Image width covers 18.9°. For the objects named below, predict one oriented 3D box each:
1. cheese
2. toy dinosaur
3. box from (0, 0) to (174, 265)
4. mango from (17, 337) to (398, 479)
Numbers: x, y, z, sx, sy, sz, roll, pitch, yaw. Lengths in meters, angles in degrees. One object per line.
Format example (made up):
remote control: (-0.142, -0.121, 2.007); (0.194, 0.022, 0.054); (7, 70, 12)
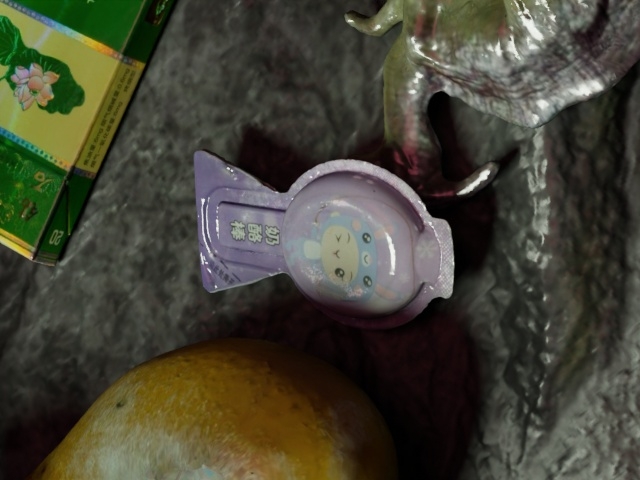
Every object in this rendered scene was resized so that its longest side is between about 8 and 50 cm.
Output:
cheese: (0.000, 0.000, 1.161); (0.191, 0.042, 0.105); (8, 108, 36)
toy dinosaur: (0.109, -0.140, 1.116); (0.294, 0.077, 0.162); (-41, 77, 37)
box: (-0.184, -0.115, 1.294); (0.132, 0.034, 0.235); (28, 96, 29)
mango: (-0.089, 0.165, 1.136); (0.316, 0.146, 0.193); (-21, 68, 35)
